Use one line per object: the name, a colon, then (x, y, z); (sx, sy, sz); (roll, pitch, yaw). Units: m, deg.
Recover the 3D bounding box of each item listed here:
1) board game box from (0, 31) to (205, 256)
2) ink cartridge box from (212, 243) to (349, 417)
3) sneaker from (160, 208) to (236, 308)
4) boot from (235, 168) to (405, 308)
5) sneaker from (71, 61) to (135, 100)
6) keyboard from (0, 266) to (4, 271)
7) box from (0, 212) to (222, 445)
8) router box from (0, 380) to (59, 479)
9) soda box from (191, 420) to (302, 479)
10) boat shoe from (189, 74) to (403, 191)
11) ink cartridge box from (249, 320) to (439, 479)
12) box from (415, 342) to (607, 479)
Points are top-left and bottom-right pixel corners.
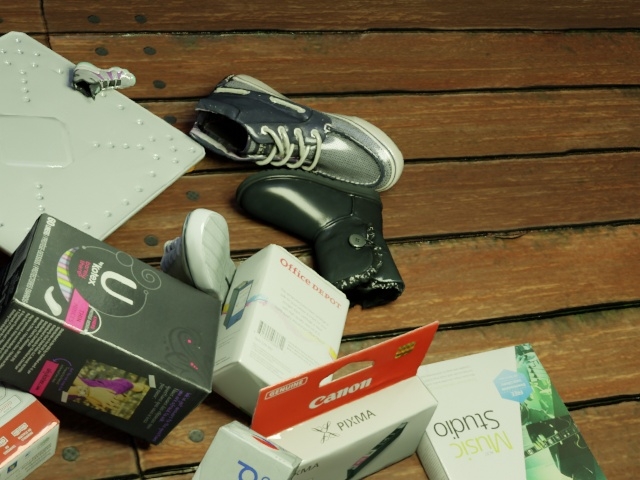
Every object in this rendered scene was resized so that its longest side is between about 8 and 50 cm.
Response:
board game box: (-0.434, -0.133, 1.670); (0.390, 0.050, 0.390); (32, 43, 10)
ink cartridge box: (-0.058, 0.135, 1.530); (0.154, 0.093, 0.212); (38, 45, -24)
sneaker: (-0.174, 0.030, 1.513); (0.091, 0.258, 0.094); (11, 66, 6)
boot: (0.000, 0.000, 1.695); (0.246, 0.094, 0.207); (8, 45, -20)
sneaker: (-0.345, -0.244, 1.762); (0.098, 0.038, 0.069); (7, 45, -4)
keyboard: (-0.374, 0.052, 1.570); (0.192, 0.038, 0.100); (-18, 59, -29)
box: (-0.277, 0.115, 1.411); (0.270, 0.143, 0.165); (28, 37, -22)
router box: (-0.540, 0.237, 1.329); (0.301, 0.082, 0.335); (39, 50, 15)
soda box: (-0.133, 0.351, 1.254); (0.098, 0.091, 0.286); (29, 90, 7)
boat shoe: (-0.046, -0.148, 1.770); (0.340, 0.127, 0.158); (23, 30, 14)
ink cartridge box: (0.030, 0.234, 1.411); (0.275, 0.239, 0.060); (-18, 56, -29)
box: (0.261, 0.303, 1.551); (0.232, 0.058, 0.322); (-9, 56, -24)
